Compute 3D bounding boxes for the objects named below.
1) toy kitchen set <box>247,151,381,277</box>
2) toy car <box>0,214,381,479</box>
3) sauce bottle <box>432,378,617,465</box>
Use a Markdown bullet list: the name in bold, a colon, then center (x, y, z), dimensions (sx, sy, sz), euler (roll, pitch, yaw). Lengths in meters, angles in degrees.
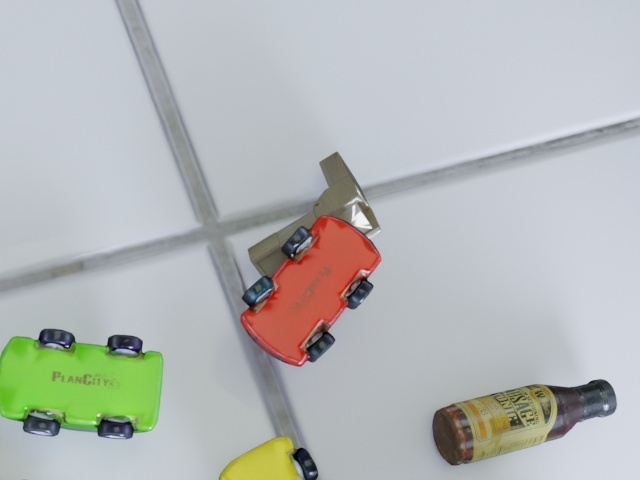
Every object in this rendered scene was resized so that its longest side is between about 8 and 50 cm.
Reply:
- **toy kitchen set**: center (0.000, 0.000, 0.800), dimensions (0.083, 0.075, 0.068), euler (-31, 120, 6)
- **toy car**: center (-0.082, 0.094, 0.711), dimensions (0.224, 0.053, 0.239), euler (7, 73, -9)
- **sauce bottle**: center (0.139, 0.118, 0.781), dimensions (0.128, 0.042, 0.042), euler (-12, 71, -22)
